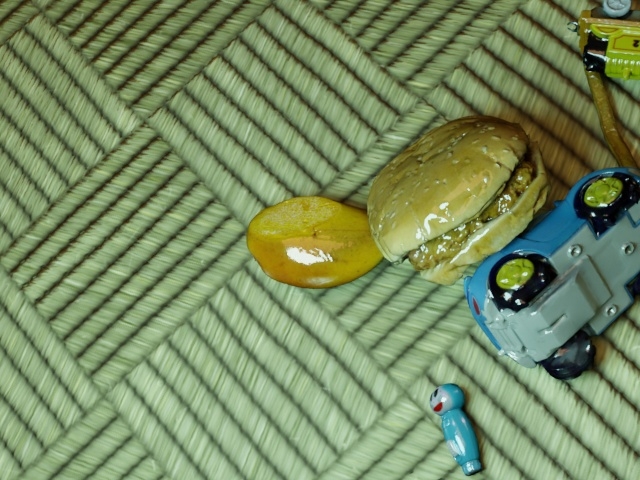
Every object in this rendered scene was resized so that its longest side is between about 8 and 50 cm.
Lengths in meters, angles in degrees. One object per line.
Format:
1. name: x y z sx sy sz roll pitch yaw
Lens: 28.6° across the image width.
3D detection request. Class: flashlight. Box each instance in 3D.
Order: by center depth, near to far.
1. flashlight: 0.188 0.255 1.705 0.051 0.051 0.129 -25 67 7

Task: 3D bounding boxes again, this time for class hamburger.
1. hamburger: 0.182 -0.069 1.728 0.259 0.283 0.144 -43 102 4

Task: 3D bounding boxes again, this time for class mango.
1. mango: 0.001 0.005 1.846 0.217 0.102 0.141 -3 43 14

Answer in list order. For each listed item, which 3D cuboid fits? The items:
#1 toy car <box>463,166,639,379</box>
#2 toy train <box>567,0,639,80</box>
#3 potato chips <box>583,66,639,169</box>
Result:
1. toy car: 0.338 0.028 1.686 0.314 0.198 0.166 -43 36 -5
2. toy train: 0.461 -0.280 1.810 0.219 0.089 0.127 9 64 16
3. potato chips: 0.419 -0.173 1.821 0.026 0.037 0.204 -13 59 2
